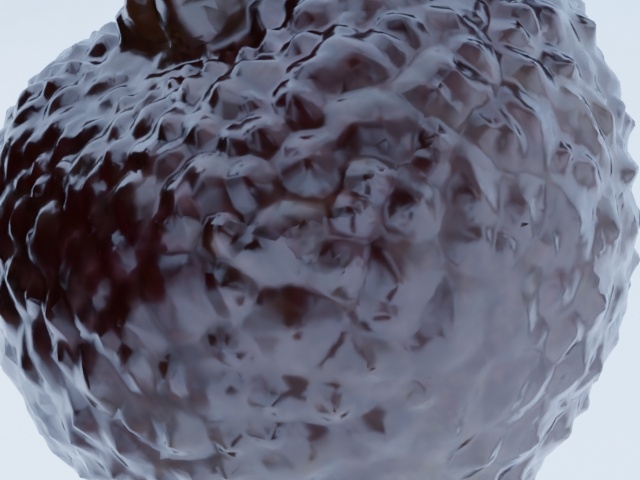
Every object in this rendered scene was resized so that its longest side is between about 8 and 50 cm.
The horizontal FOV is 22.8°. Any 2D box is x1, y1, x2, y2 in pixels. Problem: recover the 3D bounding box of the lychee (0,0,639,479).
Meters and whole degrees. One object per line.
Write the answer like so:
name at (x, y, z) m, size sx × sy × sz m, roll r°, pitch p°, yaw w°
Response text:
lychee at (0.000, 0.000, 0.597) m, size 0.260 × 0.261 × 0.261 m, roll -6°, pitch 130°, yaw -7°
